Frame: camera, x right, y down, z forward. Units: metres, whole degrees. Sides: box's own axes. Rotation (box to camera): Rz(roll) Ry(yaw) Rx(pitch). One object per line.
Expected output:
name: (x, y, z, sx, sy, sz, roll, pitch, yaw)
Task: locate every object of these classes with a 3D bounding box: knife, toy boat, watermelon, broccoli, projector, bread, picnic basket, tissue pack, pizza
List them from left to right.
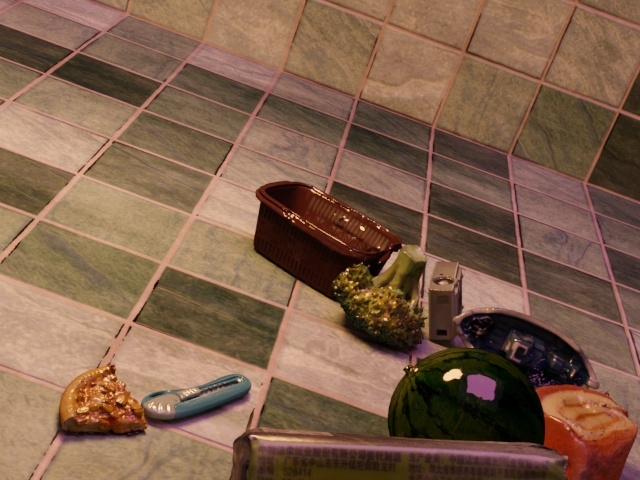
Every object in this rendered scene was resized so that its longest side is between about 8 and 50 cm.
pizza: (-0.310, 0.238, 1.673, 0.131, 0.041, 0.178, 29, 24, 15)
knife: (-0.187, 0.238, 1.785, 0.064, 0.031, 0.222, 31, 25, 32)
picnic basket: (0.000, 0.000, 2.341, 0.297, 0.129, 0.222, 32, 24, 23)
tissue pack: (0.085, 0.314, 1.491, 0.394, 0.124, 0.288, 5, -12, -8)
broccoli: (0.132, 0.089, 2.176, 0.220, 0.194, 0.194, 17, 23, -23)
projector: (0.250, 0.118, 2.289, 0.061, 0.115, 0.147, 0, 21, 11)
watermelon: (0.224, 0.280, 1.774, 0.242, 0.242, 0.242, 17, 23, -8)
toy boat: (0.390, 0.211, 2.195, 0.309, 0.129, 0.142, 25, 8, -4)
bread: (0.437, 0.339, 1.969, 0.190, 0.123, 0.244, 35, 26, 33)

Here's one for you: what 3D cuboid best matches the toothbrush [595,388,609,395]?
toothbrush: (0.455, 0.309, 2.169, 0.288, 0.024, 0.021, -3, 34, -43)
